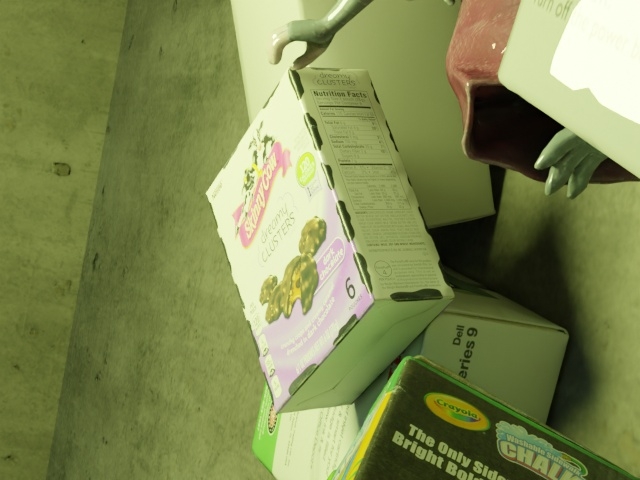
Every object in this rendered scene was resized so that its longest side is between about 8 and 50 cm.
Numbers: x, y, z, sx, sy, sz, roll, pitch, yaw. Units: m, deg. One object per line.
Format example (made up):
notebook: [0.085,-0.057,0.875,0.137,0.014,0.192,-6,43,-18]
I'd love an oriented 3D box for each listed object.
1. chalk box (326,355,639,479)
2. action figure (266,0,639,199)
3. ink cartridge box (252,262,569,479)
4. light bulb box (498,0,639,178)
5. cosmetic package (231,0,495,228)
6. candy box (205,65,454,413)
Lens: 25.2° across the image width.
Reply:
chalk box: [0.075,0.210,0.881,0.179,0.180,0.289,-62,-3,31]
action figure: [0.133,-0.178,0.922,0.370,0.248,0.275,-119,44,-54]
ink cartridge box: [0.058,0.126,1.148,0.289,0.122,0.211,-148,69,-67]
light bulb box: [0.288,-0.146,0.357,0.225,0.358,0.361,-129,53,-61]
cosmetic package: [0.018,-0.192,1.192,0.197,0.155,0.365,-156,55,-68]
candy box: [0.000,0.000,1.035,0.165,0.070,0.196,-53,48,47]
